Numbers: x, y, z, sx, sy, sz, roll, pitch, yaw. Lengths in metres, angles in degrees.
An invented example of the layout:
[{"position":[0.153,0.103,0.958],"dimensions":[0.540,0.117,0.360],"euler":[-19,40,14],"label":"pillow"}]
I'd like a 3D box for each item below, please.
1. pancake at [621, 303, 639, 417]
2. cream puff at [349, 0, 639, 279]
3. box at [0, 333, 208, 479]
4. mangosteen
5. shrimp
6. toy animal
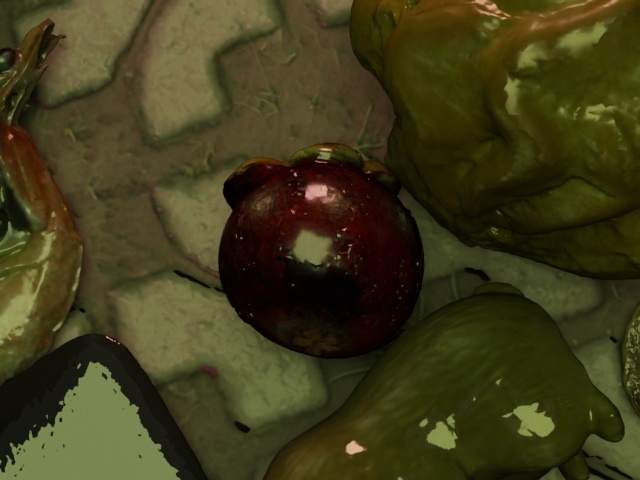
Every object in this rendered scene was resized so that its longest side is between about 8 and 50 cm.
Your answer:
[{"position":[0.313,0.096,1.475],"dimensions":[0.151,0.025,0.152],"euler":[0,81,1],"label":"pancake"},{"position":[0.176,-0.091,1.353],"dimensions":[0.323,0.274,0.270],"euler":[5,109,23],"label":"cream puff"},{"position":[-0.193,0.203,1.466],"dimensions":[0.201,0.042,0.212],"euler":[-34,84,-3],"label":"box"},{"position":[0.000,0.000,1.437],"dimensions":[0.166,0.166,0.180],"euler":[-4,52,1],"label":"mangosteen"},{"position":[-0.258,-0.024,1.489],"dimensions":[0.168,0.077,0.317],"euler":[23,88,-6],"label":"shrimp"},{"position":[0.051,0.194,1.387],"dimensions":[0.363,0.181,0.180],"euler":[-39,85,-9],"label":"toy animal"}]
